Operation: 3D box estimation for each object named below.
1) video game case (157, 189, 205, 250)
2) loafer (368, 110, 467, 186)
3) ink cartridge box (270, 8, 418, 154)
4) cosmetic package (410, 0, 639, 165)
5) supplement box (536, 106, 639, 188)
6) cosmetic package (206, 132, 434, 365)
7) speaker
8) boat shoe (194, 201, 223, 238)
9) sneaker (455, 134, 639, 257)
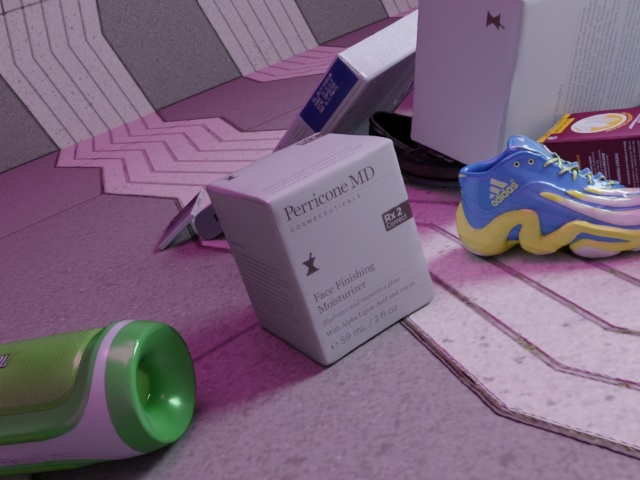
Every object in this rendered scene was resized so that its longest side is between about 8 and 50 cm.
[{"bbox_3d":[-0.239,-0.037,1.169,0.087,0.011,0.122,-44,18,15],"label":"video game case"},{"bbox_3d":[0.167,-0.148,1.046,0.109,0.095,0.302,-27,24,-24],"label":"loafer"},{"bbox_3d":[0.066,-0.240,1.158,0.330,0.071,0.324,-41,-5,-41],"label":"ink cartridge box"},{"bbox_3d":[0.344,-0.283,0.953,0.453,0.230,0.161,-25,41,-32],"label":"cosmetic package"},{"bbox_3d":[0.371,-0.106,0.805,0.188,0.081,0.104,2,30,41],"label":"supplement box"},{"bbox_3d":[0.000,0.000,0.713,0.151,0.184,0.151,-29,24,-23],"label":"cosmetic package"},{"bbox_3d":[-0.276,0.154,0.649,0.296,0.131,0.131,-11,23,18],"label":"speaker"},{"bbox_3d":[-0.124,-0.064,1.074,0.183,0.065,0.083,-24,11,44],"label":"boat shoe"},{"bbox_3d":[0.252,-0.051,0.709,0.240,0.126,0.091,-7,25,27],"label":"sneaker"}]
